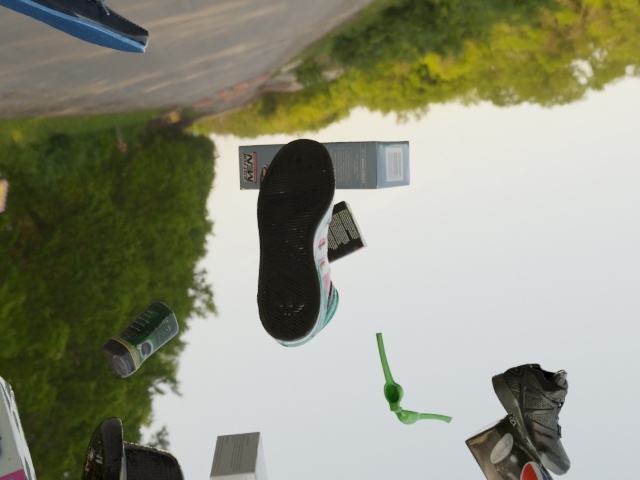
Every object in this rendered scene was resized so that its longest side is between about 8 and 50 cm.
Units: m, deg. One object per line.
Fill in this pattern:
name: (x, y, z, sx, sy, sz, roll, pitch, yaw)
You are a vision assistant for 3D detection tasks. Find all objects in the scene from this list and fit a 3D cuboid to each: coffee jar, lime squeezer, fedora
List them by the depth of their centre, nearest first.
fedora: (-0.302, 0.458, 1.250, 0.152, 0.334, 0.334, 8, 180, -23)
lime squeezer: (0.201, 0.359, 1.807, 0.110, 0.310, 0.059, -45, -160, -16)
coffee jar: (-0.426, 0.233, 1.821, 0.079, 0.096, 0.184, 20, -135, 30)

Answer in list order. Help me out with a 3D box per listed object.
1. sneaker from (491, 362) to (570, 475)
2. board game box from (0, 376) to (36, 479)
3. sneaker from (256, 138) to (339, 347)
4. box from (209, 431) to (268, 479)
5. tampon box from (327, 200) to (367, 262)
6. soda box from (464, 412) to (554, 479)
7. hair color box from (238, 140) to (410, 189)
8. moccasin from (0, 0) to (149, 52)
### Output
sneaker: (0.430, 0.327, 1.445, 0.130, 0.228, 0.087, -31, 180, 17)
board game box: (-0.554, 0.340, 1.042, 0.303, 0.224, 0.097, -19, 160, -15)
sneaker: (-0.029, 0.019, 1.114, 0.123, 0.296, 0.178, 5, 160, 2)
box: (-0.203, 0.614, 1.967, 0.119, 0.182, 0.181, -6, -161, 1)
tampon box: (0.000, 0.000, 1.533, 0.161, 0.101, 0.120, -24, 178, 7)
soda box: (0.260, 0.313, 0.992, 0.053, 0.169, 0.060, -17, 162, -48)
hair color box: (0.007, -0.180, 1.851, 0.374, 0.114, 0.185, 1, -173, 30)
moccasin: (-0.491, -0.479, 1.515, 0.342, 0.117, 0.137, 20, 171, -29)
